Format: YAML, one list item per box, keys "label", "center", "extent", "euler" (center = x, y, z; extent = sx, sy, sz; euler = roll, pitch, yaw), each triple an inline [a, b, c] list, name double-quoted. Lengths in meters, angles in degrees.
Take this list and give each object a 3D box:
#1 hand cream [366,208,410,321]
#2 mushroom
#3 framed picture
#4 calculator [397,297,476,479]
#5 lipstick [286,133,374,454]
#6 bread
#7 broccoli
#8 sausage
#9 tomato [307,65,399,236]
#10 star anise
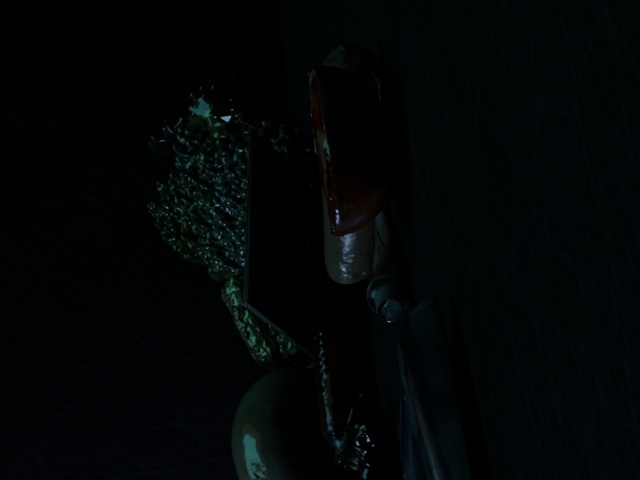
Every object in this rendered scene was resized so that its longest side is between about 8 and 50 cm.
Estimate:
- label: "hand cream"
  center: [0.059, 0.017, 1.373]
  extent: [0.216, 0.038, 0.052]
  euler: [-92, 26, -69]
- label: "mushroom"
  center: [-0.009, 0.264, 1.898]
  extent: [0.226, 0.178, 0.226]
  euler: [38, -136, -48]
- label: "framed picture"
  center: [-0.032, 0.017, 1.913]
  extent: [0.217, 0.017, 0.274]
  euler: [43, -144, -41]
- label: "calculator"
  center: [0.089, 0.184, 1.024]
  extent: [0.177, 0.040, 0.268]
  euler: [85, 174, -53]
- label: "lipstick"
  center: [0.014, 0.064, 1.860]
  extent: [0.077, 0.077, 0.418]
  euler: [91, 172, -66]
- label: "bread"
  center: [-0.052, 0.103, 1.983]
  extent: [0.138, 0.102, 0.196]
  euler: [58, -171, 13]
- label: "broccoli"
  center: [-0.134, -0.094, 2.453]
  extent: [0.272, 0.324, 0.334]
  euler: [-75, -7, -69]
- label: "sausage"
  center: [0.030, -0.068, 1.473]
  extent: [0.301, 0.065, 0.066]
  euler: [85, 178, -51]
- label: "tomato"
  center: [0.031, -0.081, 1.309]
  extent: [0.155, 0.069, 0.156]
  euler: [171, 90, -87]
- label: "star anise"
  center: [0.054, 0.238, 1.607]
  extent: [0.168, 0.057, 0.168]
  euler: [175, 90, -77]
